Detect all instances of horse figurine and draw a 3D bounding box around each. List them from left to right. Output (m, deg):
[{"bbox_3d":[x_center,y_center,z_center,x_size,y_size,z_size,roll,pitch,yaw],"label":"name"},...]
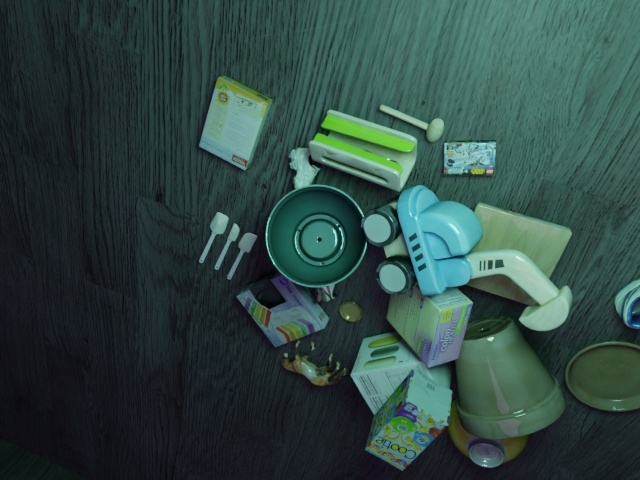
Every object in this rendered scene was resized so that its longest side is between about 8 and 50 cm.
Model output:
[{"bbox_3d":[-0.024,0.479,1.932,0.263,0.066,0.175,27,118,6],"label":"horse figurine"}]

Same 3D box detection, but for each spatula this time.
[{"bbox_3d":[-0.341,0.025,1.821,0.168,0.019,0.242,30,125,-5],"label":"spatula"}]

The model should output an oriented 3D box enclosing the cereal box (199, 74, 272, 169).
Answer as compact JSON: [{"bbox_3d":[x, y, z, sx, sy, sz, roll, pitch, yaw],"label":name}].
[{"bbox_3d":[-0.263,-0.357,1.558,0.172,0.047,0.240,29,124,3],"label":"cereal box"}]

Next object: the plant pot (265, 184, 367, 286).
[{"bbox_3d":[-0.006,-0.008,1.540,0.292,0.196,0.294,0,87,3],"label":"plant pot"}]

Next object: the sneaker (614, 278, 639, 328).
[{"bbox_3d":[0.922,0.121,1.355,0.111,0.131,0.297,28,122,5],"label":"sneaker"}]

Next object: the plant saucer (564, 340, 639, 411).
[{"bbox_3d":[0.909,0.416,1.578,0.277,0.041,0.278,9,121,15],"label":"plant saucer"}]

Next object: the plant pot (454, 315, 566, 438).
[{"bbox_3d":[0.543,0.399,1.568,0.323,0.323,0.281,-20,94,28],"label":"plant pot"}]

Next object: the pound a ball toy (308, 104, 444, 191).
[{"bbox_3d":[0.158,-0.266,1.416,0.319,0.208,0.136,22,161,18],"label":"pound a ball toy"}]

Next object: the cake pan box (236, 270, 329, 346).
[{"bbox_3d":[-0.138,0.238,1.837,0.245,0.070,0.267,-25,107,27],"label":"cake pan box"}]

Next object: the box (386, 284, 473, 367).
[{"bbox_3d":[0.323,0.216,1.548,0.117,0.243,0.214,-10,123,-22],"label":"box"}]

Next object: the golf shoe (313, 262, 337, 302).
[{"bbox_3d":[0.017,0.120,1.725,0.085,0.067,0.186,-7,115,-12],"label":"golf shoe"}]

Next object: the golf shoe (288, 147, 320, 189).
[{"bbox_3d":[-0.040,-0.199,1.559,0.085,0.069,0.176,-4,118,15],"label":"golf shoe"}]

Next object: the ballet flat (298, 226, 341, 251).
[{"bbox_3d":[0.000,0.000,1.671,0.168,0.057,0.052,30,152,6],"label":"ballet flat"}]

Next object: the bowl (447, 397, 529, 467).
[{"bbox_3d":[0.581,0.692,1.781,0.289,0.156,0.290,9,121,15],"label":"bowl"}]

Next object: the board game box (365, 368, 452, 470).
[{"bbox_3d":[0.272,0.562,1.585,0.144,0.142,0.275,28,125,1],"label":"board game box"}]

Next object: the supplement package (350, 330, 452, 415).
[{"bbox_3d":[0.278,0.439,1.719,0.262,0.199,0.198,-19,111,28],"label":"supplement package"}]

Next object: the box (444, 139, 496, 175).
[{"bbox_3d":[0.411,-0.227,1.402,0.136,0.027,0.094,3,118,18],"label":"box"}]

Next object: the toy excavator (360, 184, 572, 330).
[{"bbox_3d":[0.384,0.043,1.350,0.444,0.222,0.433,-13,99,39],"label":"toy excavator"}]

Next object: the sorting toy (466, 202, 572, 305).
[{"bbox_3d":[0.536,0.027,1.463,0.255,0.089,0.257,18,123,10],"label":"sorting toy"}]

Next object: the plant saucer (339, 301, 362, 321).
[{"bbox_3d":[0.108,0.246,1.783,0.083,0.015,0.084,9,121,15],"label":"plant saucer"}]
